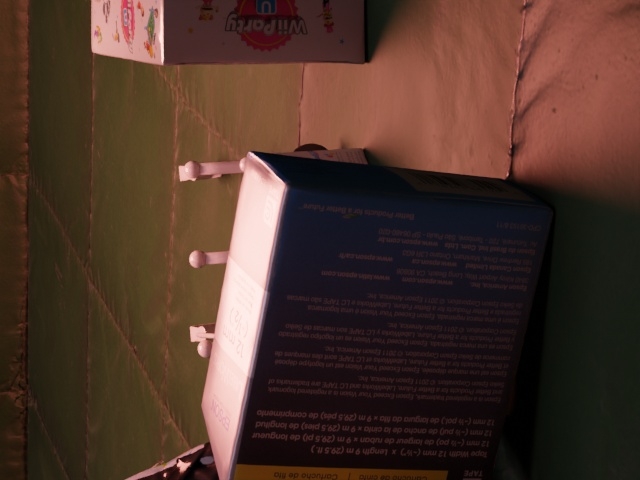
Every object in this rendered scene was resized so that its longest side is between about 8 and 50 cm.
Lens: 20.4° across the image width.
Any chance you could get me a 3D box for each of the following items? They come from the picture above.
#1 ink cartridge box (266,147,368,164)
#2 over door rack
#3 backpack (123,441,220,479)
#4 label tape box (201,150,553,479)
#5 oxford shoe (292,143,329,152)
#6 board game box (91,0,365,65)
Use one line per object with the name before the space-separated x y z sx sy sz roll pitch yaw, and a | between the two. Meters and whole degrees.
ink cartridge box | -0.006 -0.045 1.854 0.052 0.122 0.088 109 148 -49
over door rack | -0.123 0.020 2.209 0.324 0.108 0.240 -179 86 -70
backpack | -0.179 0.386 1.832 0.273 0.355 0.290 79 169 -68
label tape box | 0.035 0.111 1.528 0.115 0.249 0.348 -137 56 -61
oxford shoe | 0.000 0.000 1.929 0.076 0.076 0.212 112 149 -71
board game box | -0.108 -0.241 1.942 0.303 0.224 0.098 -159 68 -67
